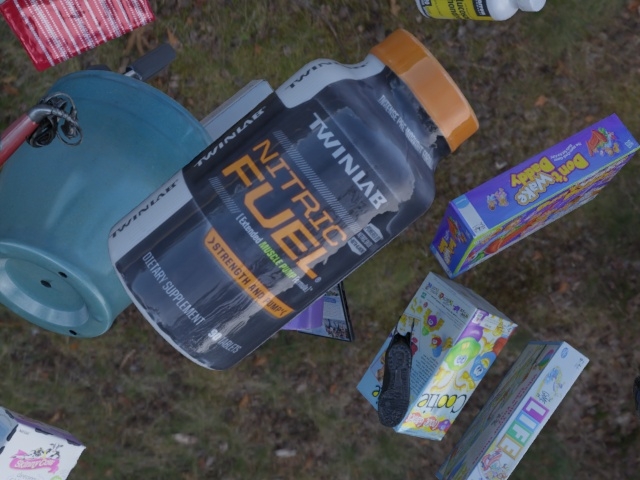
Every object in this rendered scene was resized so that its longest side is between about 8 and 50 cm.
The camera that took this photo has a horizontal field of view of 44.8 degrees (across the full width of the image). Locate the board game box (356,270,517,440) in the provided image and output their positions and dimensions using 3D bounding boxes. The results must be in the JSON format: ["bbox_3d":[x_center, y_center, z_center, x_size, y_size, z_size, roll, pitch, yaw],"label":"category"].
[{"bbox_3d":[0.222,0.224,1.492,0.142,0.144,0.275,23,103,-41],"label":"board game box"}]

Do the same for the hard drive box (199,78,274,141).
[{"bbox_3d":[-0.165,-0.161,1.275,0.232,0.181,0.089,-39,105,0],"label":"hard drive box"}]

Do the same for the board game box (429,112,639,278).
[{"bbox_3d":[0.380,-0.074,1.421,0.347,0.078,0.233,-28,163,-10],"label":"board game box"}]

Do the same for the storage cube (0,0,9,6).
[{"bbox_3d":[-0.649,-0.483,1.311,0.215,0.193,0.183,-28,142,13],"label":"storage cube"}]

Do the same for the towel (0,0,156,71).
[{"bbox_3d":[-0.481,-0.463,1.545,0.274,0.031,0.199,-28,144,-10],"label":"towel"}]

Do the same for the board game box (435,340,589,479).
[{"bbox_3d":[0.161,0.156,0.668,0.026,0.103,0.154,37,85,4],"label":"board game box"}]

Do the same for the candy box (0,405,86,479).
[{"bbox_3d":[-0.533,0.409,1.347,0.196,0.070,0.165,-60,139,-11],"label":"candy box"}]

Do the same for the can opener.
[{"bbox_3d":[-0.420,-0.374,1.703,0.074,0.280,0.093,-30,101,39],"label":"can opener"}]

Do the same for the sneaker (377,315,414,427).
[{"bbox_3d":[0.128,0.215,1.283,0.051,0.089,0.170,8,99,6],"label":"sneaker"}]

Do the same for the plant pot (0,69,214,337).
[{"bbox_3d":[-0.292,-0.030,0.983,0.271,0.255,0.272,14,141,11],"label":"plant pot"}]

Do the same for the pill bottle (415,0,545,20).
[{"bbox_3d":[0.241,-0.384,1.165,0.184,0.103,0.103,13,139,35],"label":"pill bottle"}]

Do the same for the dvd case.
[{"bbox_3d":[-0.008,0.160,2.113,0.180,0.022,0.253,6,124,30],"label":"dvd case"}]

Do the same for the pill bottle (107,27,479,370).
[{"bbox_3d":[-0.013,-0.033,0.530,0.245,0.130,0.130,-39,125,6],"label":"pill bottle"}]

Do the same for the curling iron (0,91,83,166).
[{"bbox_3d":[-0.342,-0.053,0.783,0.274,0.035,0.068,-37,151,15],"label":"curling iron"}]

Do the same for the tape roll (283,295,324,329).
[{"bbox_3d":[-0.087,0.137,1.664,0.189,0.189,0.080,3,92,-14],"label":"tape roll"}]

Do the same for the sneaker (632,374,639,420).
[{"bbox_3d":[0.515,0.242,0.929,0.129,0.297,0.111,-21,127,-11],"label":"sneaker"}]
